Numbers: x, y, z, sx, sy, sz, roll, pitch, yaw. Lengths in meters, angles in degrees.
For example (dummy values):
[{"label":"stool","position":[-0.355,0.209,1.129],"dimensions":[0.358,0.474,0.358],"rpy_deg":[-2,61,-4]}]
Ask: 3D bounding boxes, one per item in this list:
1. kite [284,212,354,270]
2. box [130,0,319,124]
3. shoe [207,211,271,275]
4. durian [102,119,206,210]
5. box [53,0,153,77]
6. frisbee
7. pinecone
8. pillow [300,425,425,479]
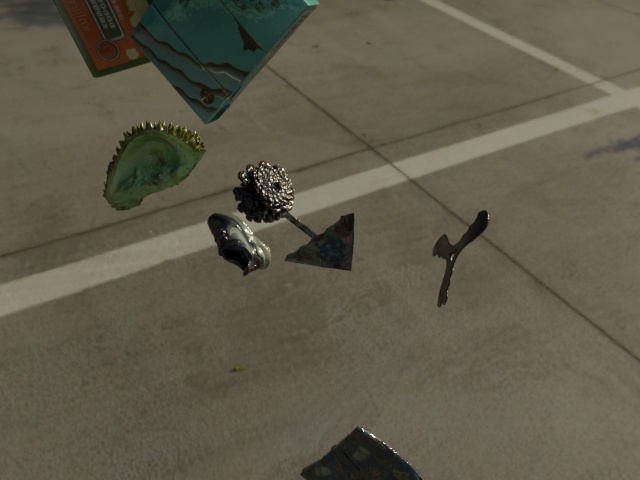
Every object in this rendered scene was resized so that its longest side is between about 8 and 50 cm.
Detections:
[{"label":"kite","position":[0.000,0.000,1.898],"dimensions":[0.314,0.335,0.011],"rpy_deg":[42,33,-18]},{"label":"box","position":[-0.132,-0.283,0.724],"dimensions":[0.162,0.229,0.041],"rpy_deg":[50,35,-4]},{"label":"shoe","position":[-0.249,0.013,1.621],"dimensions":[0.227,0.099,0.112],"rpy_deg":[39,35,3]},{"label":"durian","position":[-0.471,-0.209,1.569],"dimensions":[0.198,0.394,0.163],"rpy_deg":[64,23,2]},{"label":"box","position":[-0.318,-0.384,0.851],"dimensions":[0.148,0.194,0.177],"rpy_deg":[-15,41,2]},{"label":"frisbee","position":[0.258,0.045,1.104],"dimensions":[0.012,0.211,0.187],"rpy_deg":[22,74,-10]},{"label":"pinecone","position":[-0.127,-0.101,1.210],"dimensions":[0.140,0.121,0.140],"rpy_deg":[22,49,-28]},{"label":"pillow","position":[0.086,0.512,1.199],"dimensions":[0.189,0.255,0.034],"rpy_deg":[42,33,4]}]
